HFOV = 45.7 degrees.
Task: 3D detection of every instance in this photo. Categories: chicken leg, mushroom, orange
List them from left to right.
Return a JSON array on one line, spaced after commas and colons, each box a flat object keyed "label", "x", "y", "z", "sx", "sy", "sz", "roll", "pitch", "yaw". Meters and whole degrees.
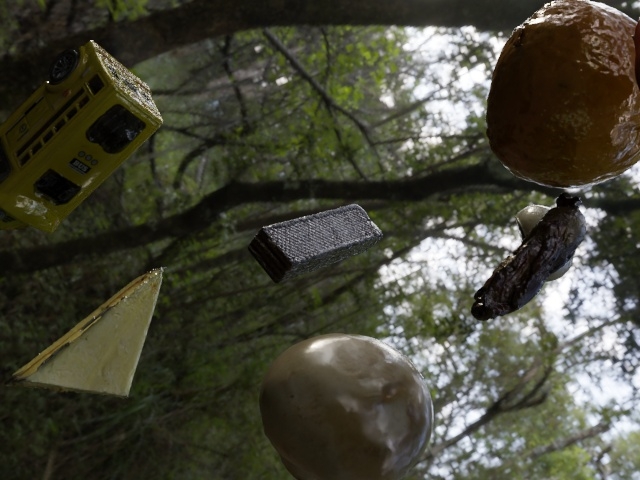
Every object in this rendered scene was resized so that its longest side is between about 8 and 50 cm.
[{"label": "mushroom", "x": 0.036, "y": 0.317, "z": 1.289, "sx": 0.292, "sy": 0.293, "sz": 0.290, "roll": 54, "pitch": -38, "yaw": 41}, {"label": "chicken leg", "x": 0.358, "y": 0.020, "z": 1.265, "sx": 0.083, "sy": 0.322, "sz": 0.177, "roll": 45, "pitch": -13, "yaw": 2}, {"label": "orange", "x": 0.467, "y": -0.258, "z": 1.379, "sx": 0.293, "sy": 0.340, "sz": 0.340, "roll": 20, "pitch": -35, "yaw": 28}]

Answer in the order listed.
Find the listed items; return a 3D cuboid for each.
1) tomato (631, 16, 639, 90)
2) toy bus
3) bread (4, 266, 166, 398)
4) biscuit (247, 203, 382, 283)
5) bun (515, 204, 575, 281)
[{"label": "tomato", "x": 0.562, "y": -0.261, "z": 1.045, "sx": 0.224, "sy": 0.256, "sz": 0.255, "roll": -21, "pitch": -85, "yaw": 58}, {"label": "toy bus", "x": -0.402, "y": -0.129, "z": 1.141, "sx": 0.145, "sy": 0.331, "sz": 0.151, "roll": 38, "pitch": 13, "yaw": -51}, {"label": "bread", "x": -0.488, "y": 0.171, "z": 1.627, "sx": 0.346, "sy": 0.242, "sz": 0.404, "roll": -33, "pitch": -139, "yaw": 52}, {"label": "biscuit", "x": 0.000, "y": 0.000, "z": 1.697, "sx": 0.107, "sy": 0.388, "sz": 0.073, "roll": 50, "pitch": -57, "yaw": 16}, {"label": "bun", "x": 0.498, "y": 0.001, "z": 1.656, "sx": 0.173, "sy": 0.120, "sz": 0.172, "roll": -16, "pitch": 90, "yaw": -78}]
